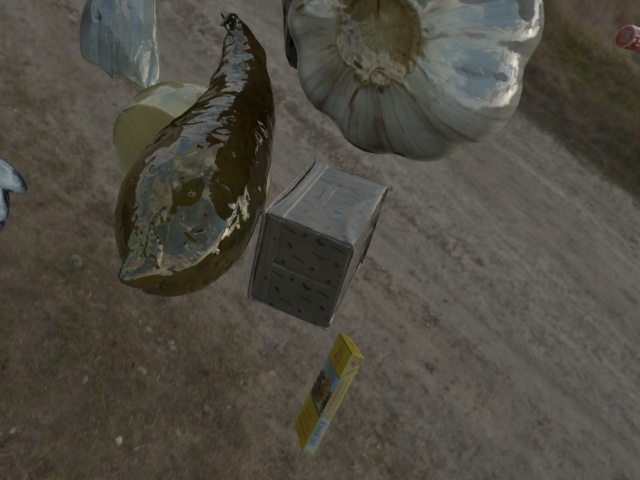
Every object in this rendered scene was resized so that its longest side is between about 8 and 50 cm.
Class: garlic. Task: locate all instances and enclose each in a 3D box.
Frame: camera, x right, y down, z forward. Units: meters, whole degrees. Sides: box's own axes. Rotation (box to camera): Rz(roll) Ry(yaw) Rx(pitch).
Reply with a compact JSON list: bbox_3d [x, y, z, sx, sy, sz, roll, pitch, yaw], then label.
[{"bbox_3d":[0.112,-0.199,0.604,0.245,0.245,0.253,45,28,17],"label":"garlic"}]

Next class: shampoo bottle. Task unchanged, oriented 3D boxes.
[{"bbox_3d":[0.646,-0.363,1.093,0.221,0.108,0.051,2,72,-25],"label":"shampoo bottle"}]

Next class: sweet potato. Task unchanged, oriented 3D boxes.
[{"bbox_3d":[-0.107,-0.099,0.607,0.131,0.130,0.422,20,46,-10],"label":"sweet potato"}]

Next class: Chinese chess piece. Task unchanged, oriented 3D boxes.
[{"bbox_3d":[-0.189,-0.114,0.869,0.251,0.250,0.097,37,52,8],"label":"Chinese chess piece"}]

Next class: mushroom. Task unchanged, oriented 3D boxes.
[{"bbox_3d":[-0.312,-0.429,0.998,0.159,0.328,0.122,16,9,-2],"label":"mushroom"}]

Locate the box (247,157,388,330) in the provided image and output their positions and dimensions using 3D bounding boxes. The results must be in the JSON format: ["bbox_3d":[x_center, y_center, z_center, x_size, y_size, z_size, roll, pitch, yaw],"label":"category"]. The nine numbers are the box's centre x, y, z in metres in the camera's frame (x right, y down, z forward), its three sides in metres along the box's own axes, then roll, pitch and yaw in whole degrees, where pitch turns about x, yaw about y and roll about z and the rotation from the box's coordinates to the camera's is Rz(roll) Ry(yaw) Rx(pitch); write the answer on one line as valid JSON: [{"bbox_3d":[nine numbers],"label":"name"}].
[{"bbox_3d":[0.000,0.000,1.249,0.191,0.225,0.297,22,34,10],"label":"box"}]

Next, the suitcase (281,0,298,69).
[{"bbox_3d":[0.045,-0.440,0.820,0.189,0.339,0.344,1,65,-12],"label":"suitcase"}]

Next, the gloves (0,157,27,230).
[{"bbox_3d":[-0.374,-0.038,0.553,0.229,0.119,0.097,-3,52,18],"label":"gloves"}]

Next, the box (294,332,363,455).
[{"bbox_3d":[0.010,0.215,0.827,0.023,0.155,0.087,26,4,-10],"label":"box"}]
